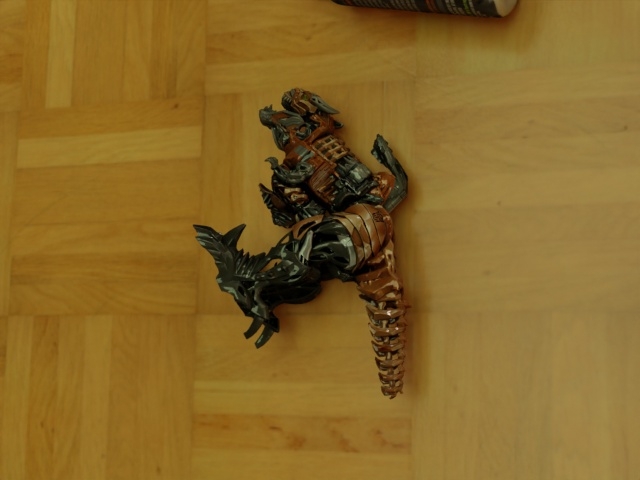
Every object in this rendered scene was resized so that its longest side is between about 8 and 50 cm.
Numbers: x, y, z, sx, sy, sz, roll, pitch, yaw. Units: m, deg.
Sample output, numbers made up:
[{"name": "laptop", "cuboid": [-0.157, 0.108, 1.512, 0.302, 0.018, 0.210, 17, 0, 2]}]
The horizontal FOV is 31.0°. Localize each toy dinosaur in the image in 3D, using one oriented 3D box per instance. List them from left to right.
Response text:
[{"name": "toy dinosaur", "cuboid": [0.000, 0.000, 1.171, 0.218, 0.164, 0.322, -24, 52, 0]}]

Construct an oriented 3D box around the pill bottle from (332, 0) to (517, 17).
[{"name": "pill bottle", "cuboid": [0.080, -0.302, 1.186, 0.245, 0.130, 0.130, 9, 86, 22]}]
